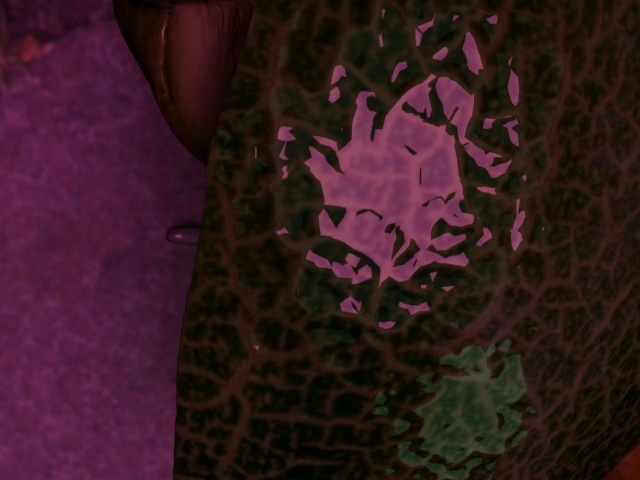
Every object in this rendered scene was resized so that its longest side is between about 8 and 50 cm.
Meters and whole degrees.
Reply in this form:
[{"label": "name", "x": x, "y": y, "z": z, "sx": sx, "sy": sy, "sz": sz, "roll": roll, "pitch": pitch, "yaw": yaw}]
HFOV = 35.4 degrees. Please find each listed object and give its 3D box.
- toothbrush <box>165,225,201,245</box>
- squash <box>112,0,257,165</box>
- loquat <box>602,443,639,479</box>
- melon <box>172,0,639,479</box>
[{"label": "toothbrush", "x": 0.000, "y": 0.000, "z": 0.662, "sx": 0.204, "sy": 0.017, "sz": 0.022, "roll": 4, "pitch": 86, "yaw": -16}, {"label": "squash", "x": -0.019, "y": -0.080, "z": 0.506, "sx": 0.169, "sy": 0.252, "sz": 0.093, "roll": 3, "pitch": 107, "yaw": -15}, {"label": "loquat", "x": 0.239, "y": 0.095, "z": 0.643, "sx": 0.213, "sy": 0.213, "sz": 0.246, "roll": -19, "pitch": 96, "yaw": -9}, {"label": "melon", "x": 0.063, "y": 0.015, "z": 0.492, "sx": 0.331, "sy": 0.226, "sz": 0.343, "roll": 14, "pitch": 89, "yaw": -42}]
